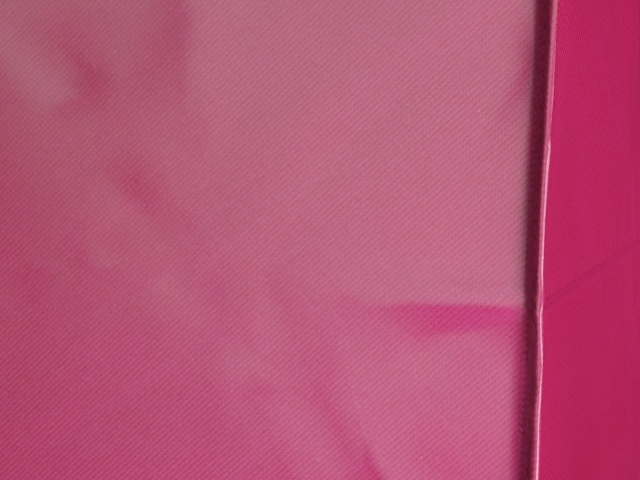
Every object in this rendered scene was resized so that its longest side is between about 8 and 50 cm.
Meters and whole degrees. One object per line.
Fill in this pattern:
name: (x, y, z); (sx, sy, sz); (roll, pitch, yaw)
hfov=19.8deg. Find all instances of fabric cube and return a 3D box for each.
fabric cube: (0.000, 0.000, 0.750); (0.254, 0.258, 0.259); (5, 99, 18)
